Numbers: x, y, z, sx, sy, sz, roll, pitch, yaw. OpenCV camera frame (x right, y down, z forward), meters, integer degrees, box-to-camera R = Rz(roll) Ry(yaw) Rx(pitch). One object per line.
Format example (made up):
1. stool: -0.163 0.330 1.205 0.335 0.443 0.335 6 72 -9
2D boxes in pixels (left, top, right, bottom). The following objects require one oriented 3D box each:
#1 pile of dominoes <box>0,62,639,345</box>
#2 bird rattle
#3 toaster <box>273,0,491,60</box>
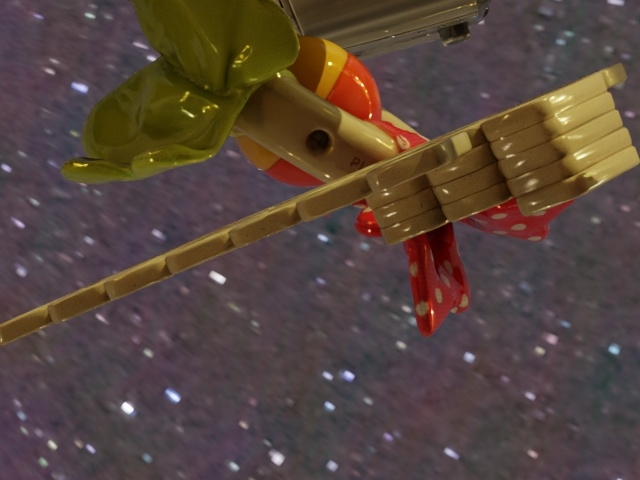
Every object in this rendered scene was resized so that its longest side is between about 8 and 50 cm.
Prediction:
1. pile of dominoes: 0.000 0.000 0.769 0.196 0.251 0.040 -26 -87 -55
2. bird rattle: 0.004 -0.065 1.008 0.253 0.207 0.143 20 -76 -9
3. toaster: 0.008 -0.215 1.238 0.146 0.129 0.227 -22 -93 -1
